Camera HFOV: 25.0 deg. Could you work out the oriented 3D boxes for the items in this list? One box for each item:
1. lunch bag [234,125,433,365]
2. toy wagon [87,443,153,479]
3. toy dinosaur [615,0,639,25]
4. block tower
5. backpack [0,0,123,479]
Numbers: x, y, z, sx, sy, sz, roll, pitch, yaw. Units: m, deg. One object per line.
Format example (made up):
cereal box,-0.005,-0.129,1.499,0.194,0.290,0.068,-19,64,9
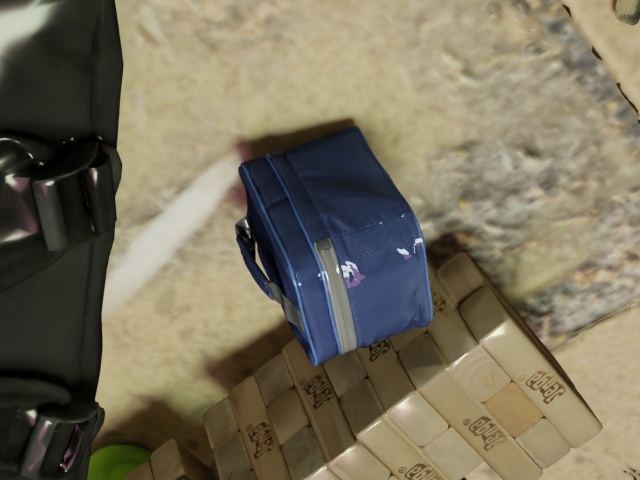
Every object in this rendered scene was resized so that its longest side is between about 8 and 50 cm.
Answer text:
lunch bag,0.000,0.000,0.616,0.065,0.098,0.067,-18,130,-10
toy wagon,-0.165,0.215,0.816,0.345,0.068,0.267,17,129,-16
toy dinosaur,0.135,-0.182,0.485,0.118,0.064,0.268,13,133,-22
block tower,-0.035,0.143,0.687,0.335,0.091,0.097,-38,123,8
backpack,-0.271,-0.027,0.503,0.356,0.273,0.290,-12,137,-21
